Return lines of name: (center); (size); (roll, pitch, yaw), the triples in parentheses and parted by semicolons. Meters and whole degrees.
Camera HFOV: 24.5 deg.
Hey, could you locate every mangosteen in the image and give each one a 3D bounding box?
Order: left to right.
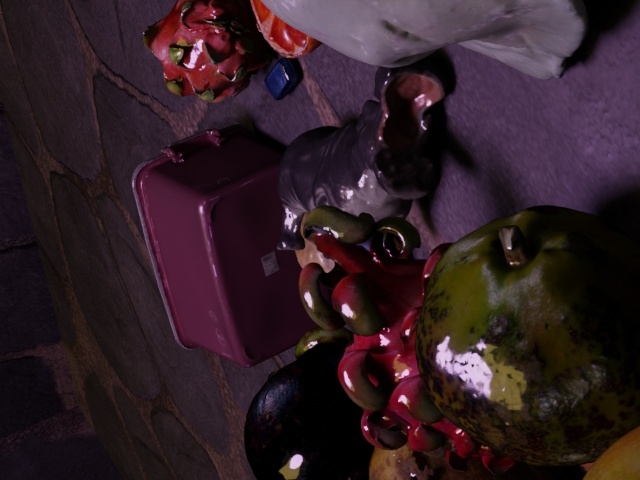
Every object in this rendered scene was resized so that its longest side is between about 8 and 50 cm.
mangosteen: (0.019, 0.211, 1.736); (0.243, 0.243, 0.243); (52, 155, 37)

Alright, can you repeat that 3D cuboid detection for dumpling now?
dumpling: (0.083, -0.238, 1.166); (0.320, 0.270, 0.211); (-101, 23, -63)

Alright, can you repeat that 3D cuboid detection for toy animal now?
toy animal: (0.048, -0.067, 1.528); (0.343, 0.106, 0.168); (149, 120, -66)

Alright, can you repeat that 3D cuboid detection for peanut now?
peanut: (0.000, 0.000, 1.764); (0.174, 0.080, 0.080); (-125, 20, -63)

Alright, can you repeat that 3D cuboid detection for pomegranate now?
pomegranate: (0.215, 0.090, 1.208); (0.204, 0.277, 0.222); (-53, 28, 24)

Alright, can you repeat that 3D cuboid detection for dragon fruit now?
dragon fruit: (-0.138, -0.237, 1.821); (0.137, 0.135, 0.236); (63, 178, -4)
dragon fruit: (0.102, 0.093, 1.369); (0.218, 0.273, 0.198); (-55, 30, 15)

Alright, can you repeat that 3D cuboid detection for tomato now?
tomato: (-0.023, -0.271, 1.559); (0.155, 0.069, 0.155); (47, 149, 40)

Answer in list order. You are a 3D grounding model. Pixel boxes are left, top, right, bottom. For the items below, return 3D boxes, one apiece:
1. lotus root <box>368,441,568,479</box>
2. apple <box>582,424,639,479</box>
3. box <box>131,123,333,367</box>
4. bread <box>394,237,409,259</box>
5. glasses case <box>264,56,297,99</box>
lotus root: (0.173, 0.306, 1.476); (0.397, 0.196, 0.179); (58, 146, 26)
apple: (0.303, 0.236, 1.049); (0.261, 0.194, 0.260); (39, 144, 37)
box: (-0.105, 0.013, 1.903); (0.167, 0.193, 0.294); (25, 134, 55)
bread: (0.073, 0.038, 1.676); (0.083, 0.044, 0.110); (37, 146, 57)
glasses case: (-0.044, -0.194, 1.762); (0.033, 0.023, 0.083); (61, 161, 4)
